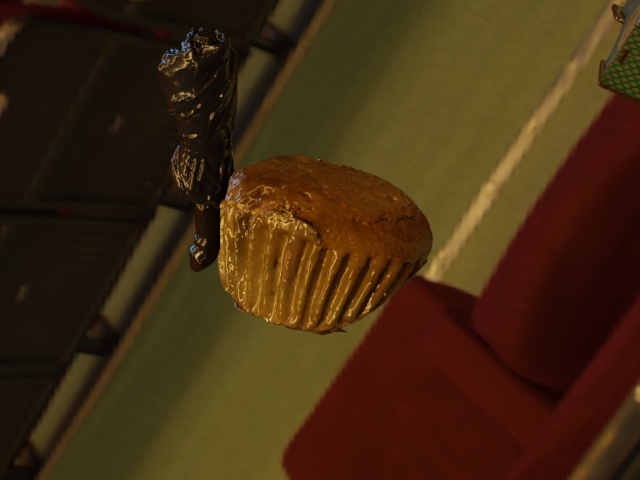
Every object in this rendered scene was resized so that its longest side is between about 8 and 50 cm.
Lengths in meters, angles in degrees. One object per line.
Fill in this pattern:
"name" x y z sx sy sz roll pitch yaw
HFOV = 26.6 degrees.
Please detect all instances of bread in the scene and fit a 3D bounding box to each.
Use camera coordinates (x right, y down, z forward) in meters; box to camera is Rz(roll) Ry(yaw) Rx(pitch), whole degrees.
"bread" 0.002 -0.004 1.406 0.240 0.240 0.139 32 118 45

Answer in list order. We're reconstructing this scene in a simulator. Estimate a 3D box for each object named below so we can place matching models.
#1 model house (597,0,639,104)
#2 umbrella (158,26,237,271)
"model house" 0.409 -0.226 1.475 0.206 0.178 0.271 -63 2 -10
"umbrella" -0.107 -0.080 1.229 0.071 0.071 0.248 48 149 41
